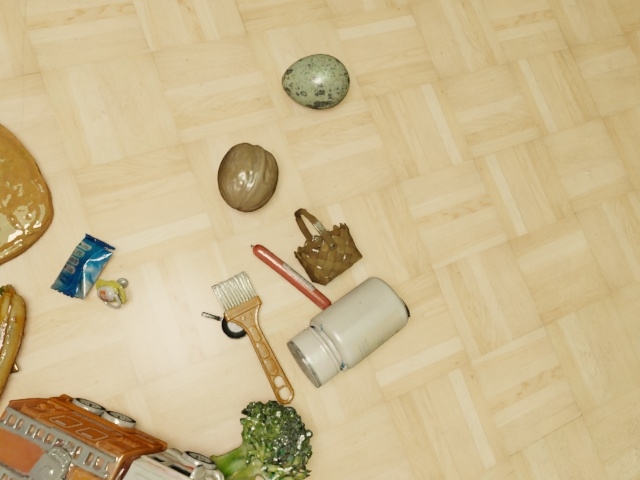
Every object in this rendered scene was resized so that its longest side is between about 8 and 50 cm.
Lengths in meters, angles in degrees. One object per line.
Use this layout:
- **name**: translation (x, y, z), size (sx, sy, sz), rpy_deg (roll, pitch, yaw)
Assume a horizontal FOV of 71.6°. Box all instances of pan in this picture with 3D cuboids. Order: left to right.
- **pan**: translation (-0.213, 0.181, 1.002), size (0.115, 0.023, 0.068), rpy_deg (21, 75, -12)

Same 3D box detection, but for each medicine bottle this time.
- **medicine bottle**: translation (0.061, 0.205, 1.003), size (0.258, 0.143, 0.143), rpy_deg (-33, 88, -19)

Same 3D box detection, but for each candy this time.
- **candy**: translation (-0.506, 0.058, 0.945), size (0.088, 0.038, 0.136), rpy_deg (23, 75, 12)

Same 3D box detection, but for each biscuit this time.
- **biscuit**: translation (-0.771, -0.094, 0.902), size (0.385, 0.062, 0.365), rpy_deg (40, 73, -3)

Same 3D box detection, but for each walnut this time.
- **walnut**: translation (-0.167, -0.145, 1.025), size (0.140, 0.140, 0.162), rpy_deg (21, 86, -9)

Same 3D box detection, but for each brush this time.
- **brush**: translation (-0.139, 0.226, 0.996), size (0.090, 0.017, 0.314), rpy_deg (-26, 89, -20)

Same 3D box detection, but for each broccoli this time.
- **broccoli**: translation (-0.138, 0.458, 0.930), size (0.275, 0.177, 0.198), rpy_deg (-43, 128, 10)

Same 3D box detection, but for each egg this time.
- **egg**: translation (-0.011, -0.398, 1.115), size (0.172, 0.132, 0.132), rpy_deg (0, 79, -3)

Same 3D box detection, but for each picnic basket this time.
- **picnic basket**: translation (0.000, 0.000, 1.036), size (0.138, 0.128, 0.178), rpy_deg (-35, 98, -19)

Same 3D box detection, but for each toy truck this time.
- **toy truck**: translation (-0.382, 0.413, 0.776), size (0.387, 0.207, 0.173), rpy_deg (18, 70, 11)

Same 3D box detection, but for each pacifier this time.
- **pacifier**: translation (-0.438, 0.107, 0.952), size (0.064, 0.083, 0.068), rpy_deg (-49, 134, -53)

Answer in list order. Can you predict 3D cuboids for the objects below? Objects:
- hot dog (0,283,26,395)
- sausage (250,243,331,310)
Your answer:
- **hot dog**: translation (-0.641, 0.210, 0.870), size (0.104, 0.076, 0.250), rpy_deg (3, 74, 7)
- **sausage**: translation (-0.065, 0.089, 1.054), size (0.253, 0.034, 0.034), rpy_deg (40, 73, -3)
